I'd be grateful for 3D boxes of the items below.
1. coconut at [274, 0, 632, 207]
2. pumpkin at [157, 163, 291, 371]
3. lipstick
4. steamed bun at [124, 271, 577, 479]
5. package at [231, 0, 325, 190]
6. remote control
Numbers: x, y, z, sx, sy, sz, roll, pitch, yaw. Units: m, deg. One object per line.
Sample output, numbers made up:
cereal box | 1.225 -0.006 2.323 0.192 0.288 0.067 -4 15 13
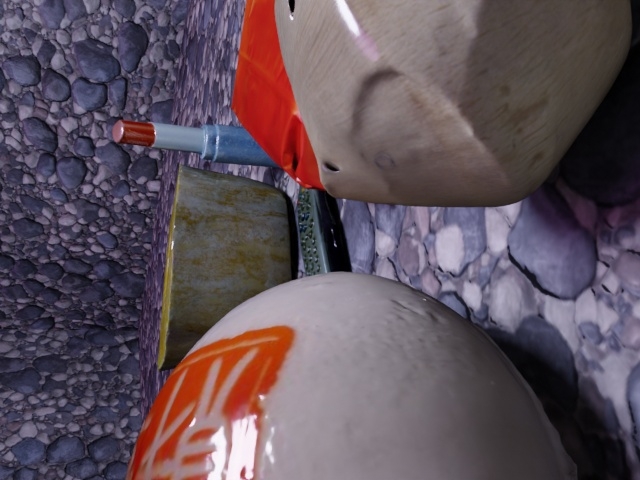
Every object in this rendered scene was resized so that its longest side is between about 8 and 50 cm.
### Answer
coconut | 0.072 -0.119 0.402 0.224 0.224 0.224 -176 90 -69
pumpkin | -0.160 0.053 1.052 0.332 0.199 0.333 -171 90 -75
lipstick | -0.185 -0.157 1.009 0.068 0.273 0.061 -145 61 -66
steamed bun | -0.016 0.205 0.449 0.374 0.241 0.375 -172 90 -67
package | -0.020 -0.208 0.804 0.424 0.123 0.196 -125 45 -57
remote control | 0.000 0.000 0.824 0.072 0.042 0.222 118 150 -46
